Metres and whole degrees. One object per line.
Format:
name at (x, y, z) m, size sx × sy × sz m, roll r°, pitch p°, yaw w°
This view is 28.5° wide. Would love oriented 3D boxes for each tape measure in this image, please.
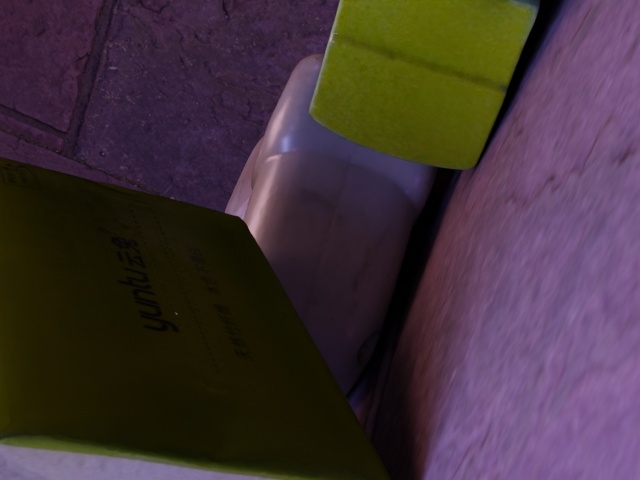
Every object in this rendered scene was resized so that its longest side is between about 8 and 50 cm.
tape measure at (0.000, 0.000, 0.927) m, size 0.258 × 0.130 × 0.265 m, roll 127°, pitch 160°, yaw -75°

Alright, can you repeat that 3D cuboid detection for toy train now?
toy train at (0.098, -0.249, 0.818) m, size 0.237 × 0.150 × 0.369 m, roll 109°, pitch 178°, yaw -45°

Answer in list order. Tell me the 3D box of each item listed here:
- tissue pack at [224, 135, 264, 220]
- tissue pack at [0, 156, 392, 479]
tissue pack at (0.016, -0.123, 1.263) m, size 0.325 × 0.071 × 0.170 m, roll -43°, pitch 21°, yaw 42°
tissue pack at (-0.112, 0.091, 0.648) m, size 0.167 × 0.200 × 0.274 m, roll -67°, pitch 28°, yaw 20°
